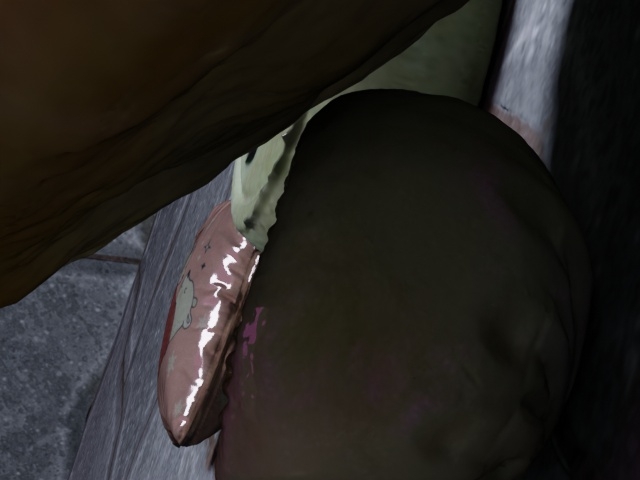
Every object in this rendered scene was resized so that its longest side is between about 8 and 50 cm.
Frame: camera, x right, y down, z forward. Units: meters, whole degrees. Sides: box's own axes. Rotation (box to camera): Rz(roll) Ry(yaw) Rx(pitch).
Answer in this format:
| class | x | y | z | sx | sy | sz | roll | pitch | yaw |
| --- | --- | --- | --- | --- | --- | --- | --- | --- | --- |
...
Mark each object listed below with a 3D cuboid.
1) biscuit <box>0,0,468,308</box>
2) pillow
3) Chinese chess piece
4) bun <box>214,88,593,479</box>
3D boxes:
| class | x | y | z | sx | sy | sz | roll | pitch | yaw |
| --- | --- | --- | --- | --- | --- | --- | --- | --- | --- |
| biscuit | 0.023 | -0.127 | 0.599 | 0.429 | 0.104 | 0.446 | -36 | 0 | -24 |
| pillow | -0.084 | 0.062 | 1.366 | 0.223 | 0.084 | 0.236 | 141 | 147 | -76 |
| Chinese chess piece | 0.025 | -0.100 | 0.990 | 0.250 | 0.101 | 0.250 | -163 | 90 | -79 |
| bun | 0.034 | 0.039 | 0.640 | 0.193 | 0.128 | 0.178 | 100 | -174 | -77 |
